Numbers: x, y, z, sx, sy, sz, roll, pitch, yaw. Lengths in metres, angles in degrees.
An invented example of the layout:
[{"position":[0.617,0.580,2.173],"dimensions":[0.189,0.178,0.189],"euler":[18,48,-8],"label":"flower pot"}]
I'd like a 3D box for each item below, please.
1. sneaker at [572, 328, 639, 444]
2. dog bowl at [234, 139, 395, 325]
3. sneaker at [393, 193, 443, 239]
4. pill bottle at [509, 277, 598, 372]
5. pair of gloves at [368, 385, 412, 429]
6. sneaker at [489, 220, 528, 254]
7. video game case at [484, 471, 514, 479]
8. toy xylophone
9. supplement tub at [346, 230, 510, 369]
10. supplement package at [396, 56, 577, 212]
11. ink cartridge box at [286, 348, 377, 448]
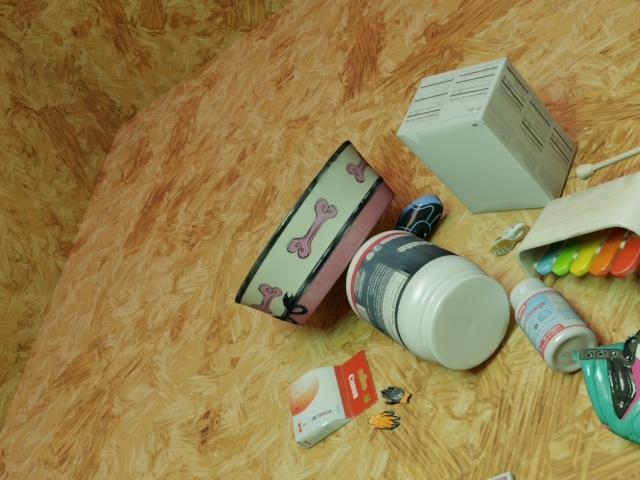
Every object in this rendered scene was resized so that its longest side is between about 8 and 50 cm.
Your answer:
[{"position":[0.453,0.149,1.143],"dimensions":[0.178,0.124,0.295],"euler":[-2,61,41],"label":"sneaker"},{"position":[0.000,0.000,1.677],"dimensions":[0.408,0.150,0.408],"euler":[-55,-1,-1],"label":"dog bowl"},{"position":[0.178,0.012,1.668],"dimensions":[0.232,0.081,0.090],"euler":[-49,34,13],"label":"sneaker"},{"position":[0.367,0.131,1.300],"dimensions":[0.087,0.087,0.160],"euler":[-42,32,11],"label":"pill bottle"},{"position":[0.126,0.306,1.484],"dimensions":[0.074,0.010,0.083],"euler":[0,56,51],"label":"pair of gloves"},{"position":[0.351,-0.004,1.519],"dimensions":[0.083,0.032,0.037],"euler":[-36,21,12],"label":"sneaker"},{"position":[0.234,0.439,1.207],"dimensions":[0.143,0.019,0.157],"euler":[-30,36,27],"label":"video game case"},{"position":[0.450,-0.041,1.294],"dimensions":[0.236,0.081,0.322],"euler":[-50,12,-17],"label":"toy xylophone"},{"position":[0.186,0.102,1.452],"dimensions":[0.191,0.191,0.272],"euler":[-53,32,-5],"label":"supplement tub"},{"position":[0.315,-0.187,1.528],"dimensions":[0.204,0.262,0.145],"euler":[-4,53,49],"label":"supplement package"},{"position":[0.018,0.302,1.589],"dimensions":[0.179,0.045,0.145],"euler":[-40,34,19],"label":"ink cartridge box"}]
